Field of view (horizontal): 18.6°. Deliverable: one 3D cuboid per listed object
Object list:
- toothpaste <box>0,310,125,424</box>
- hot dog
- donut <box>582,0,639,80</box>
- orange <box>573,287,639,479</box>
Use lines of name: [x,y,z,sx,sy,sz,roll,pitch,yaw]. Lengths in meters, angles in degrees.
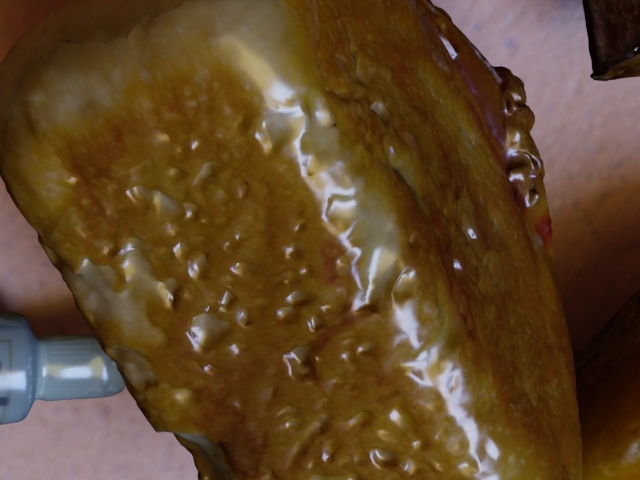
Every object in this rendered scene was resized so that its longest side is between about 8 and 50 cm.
toothpaste: [-0.195,0.047,0.701,0.255,0.037,0.067,-1,123,-18]
hot dog: [0.000,0.000,0.681,0.150,0.153,0.256,-18,116,23]
donut: [0.156,-0.159,0.690,0.126,0.144,0.186,-6,89,-26]
orange: [0.158,0.130,0.784,0.249,0.183,0.249,-20,133,-22]
